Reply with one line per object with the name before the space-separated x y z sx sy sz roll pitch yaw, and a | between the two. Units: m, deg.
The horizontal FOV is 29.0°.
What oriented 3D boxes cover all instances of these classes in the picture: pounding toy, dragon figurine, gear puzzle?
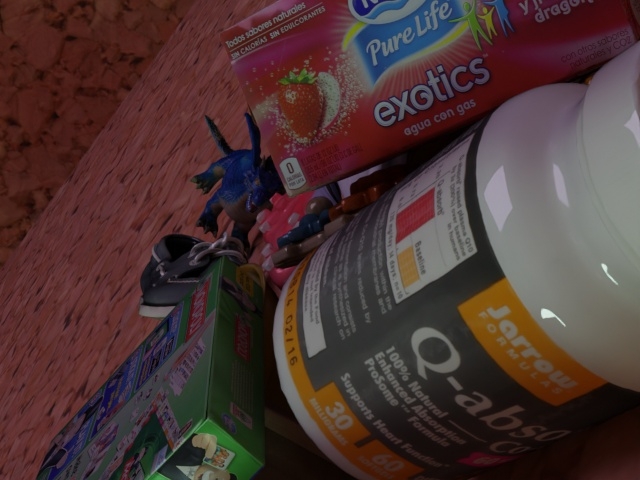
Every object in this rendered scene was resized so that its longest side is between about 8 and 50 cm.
pounding toy | -0.053 0.181 0.838 0.141 0.130 0.100 -59 18 -3
dragon figurine | -0.072 -0.085 1.391 0.144 0.085 0.289 -47 25 24
gear puzzle | 0.098 -0.052 0.799 0.339 0.175 0.044 -27 78 57

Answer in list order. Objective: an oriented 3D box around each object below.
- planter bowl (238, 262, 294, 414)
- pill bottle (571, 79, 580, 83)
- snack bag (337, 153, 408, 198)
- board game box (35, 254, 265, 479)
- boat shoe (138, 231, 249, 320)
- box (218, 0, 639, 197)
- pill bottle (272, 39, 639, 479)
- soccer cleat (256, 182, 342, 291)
planter bowl | -0.071 0.133 1.027 0.217 0.090 0.217 -50 20 27
pill bottle | 0.123 -0.171 0.975 0.119 0.119 0.208 -57 18 3
snack bag | 0.028 -0.193 1.053 0.342 0.037 0.323 -108 17 -57
board game box | -0.123 0.140 0.823 0.213 0.046 0.317 -46 12 9
boat shoe | -0.125 0.037 1.262 0.319 0.116 0.099 177 102 -74
box | 0.082 -0.134 0.787 0.257 0.123 0.128 -22 2 33
pill bottle | 0.108 0.019 0.634 0.278 0.162 0.162 -38 27 48
soccer cleat | 0.000 0.000 1.084 0.083 0.095 0.248 -47 13 13
